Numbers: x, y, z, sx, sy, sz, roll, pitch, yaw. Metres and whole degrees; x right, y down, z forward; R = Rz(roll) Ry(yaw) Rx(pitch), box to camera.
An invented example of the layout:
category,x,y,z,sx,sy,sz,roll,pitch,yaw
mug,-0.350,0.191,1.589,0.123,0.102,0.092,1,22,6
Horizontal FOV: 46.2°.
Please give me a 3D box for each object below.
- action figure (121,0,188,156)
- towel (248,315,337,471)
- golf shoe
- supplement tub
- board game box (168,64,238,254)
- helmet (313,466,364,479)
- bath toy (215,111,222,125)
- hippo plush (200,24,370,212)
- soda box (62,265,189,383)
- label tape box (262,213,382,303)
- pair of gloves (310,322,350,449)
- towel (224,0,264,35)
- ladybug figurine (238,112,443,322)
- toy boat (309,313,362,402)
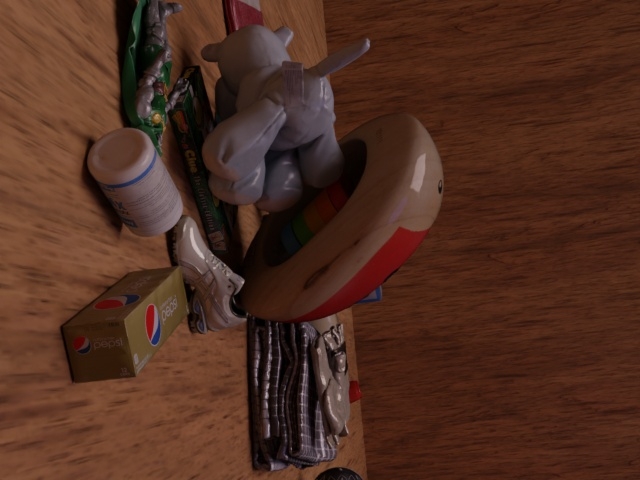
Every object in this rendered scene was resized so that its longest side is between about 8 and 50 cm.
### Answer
category,x,y,z,sx,sy,sz,roll,pitch,yaw
action figure,-0.202,-0.203,0.912,0.137,0.063,0.232,72,17,-70
towel,-0.050,0.284,1.400,0.235,0.121,0.283,60,25,-69
golf shoe,-0.146,0.042,1.016,0.069,0.086,0.176,-78,159,-61
supplement tub,-0.194,-0.060,0.794,0.107,0.071,0.071,73,13,-53
board game box,-0.175,-0.121,1.150,0.136,0.030,0.259,-83,164,-53
helmet,0.040,0.598,1.663,0.161,0.169,0.169,102,-10,-55
bath toy,-0.092,-0.147,1.429,0.348,0.129,0.151,65,10,-66
hippo plush,-0.102,-0.206,1.107,0.236,0.234,0.294,53,-27,31
soda box,-0.188,0.079,0.755,0.181,0.061,0.058,-68,150,-75
label tape box,0.000,0.000,1.560,0.333,0.241,0.106,-87,166,-55
pair of gloves,0.030,0.269,1.418,0.240,0.042,0.204,-19,101,-80
towel,-0.144,-0.358,1.560,0.237,0.037,0.329,-49,131,-77
ladybug figurine,0.036,-0.013,1.242,0.162,0.449,0.305,34,32,-26
toy boat,-0.010,0.268,1.687,0.267,0.148,0.318,-104,177,-59
